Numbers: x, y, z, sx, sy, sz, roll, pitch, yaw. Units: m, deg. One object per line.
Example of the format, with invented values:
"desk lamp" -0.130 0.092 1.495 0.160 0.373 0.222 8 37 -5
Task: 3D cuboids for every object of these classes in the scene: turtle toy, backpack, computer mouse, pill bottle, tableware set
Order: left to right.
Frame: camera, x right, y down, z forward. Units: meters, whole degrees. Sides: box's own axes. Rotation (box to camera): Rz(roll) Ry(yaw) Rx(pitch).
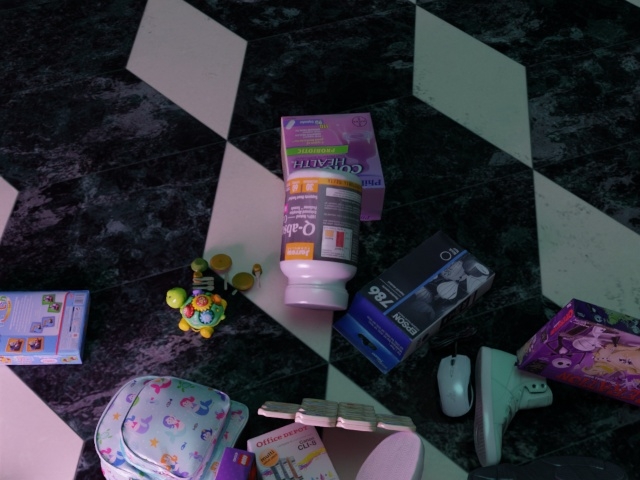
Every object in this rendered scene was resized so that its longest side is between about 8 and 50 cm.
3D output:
"backpack" -0.277 0.359 1.711 0.253 0.191 0.225 16 53 16
"turtle toy" -0.257 0.137 1.955 0.130 0.066 0.095 17 52 10
"tableware set" -0.202 0.072 2.040 0.154 0.024 0.104 -2 48 -4
"pill bottle" 0.000 0.000 1.962 0.162 0.162 0.279 4 80 0
"computer mouse" 0.269 0.258 1.887 0.106 0.042 0.193 -11 50 17

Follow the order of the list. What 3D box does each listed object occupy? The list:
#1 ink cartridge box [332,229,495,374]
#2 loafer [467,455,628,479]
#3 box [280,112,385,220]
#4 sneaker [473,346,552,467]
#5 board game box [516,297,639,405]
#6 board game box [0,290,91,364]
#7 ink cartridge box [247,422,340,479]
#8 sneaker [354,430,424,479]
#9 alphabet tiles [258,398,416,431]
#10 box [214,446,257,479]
"ink cartridge box" 0.198 0.123 1.995 0.332 0.065 0.165 -37 62 -26
"loafer" 0.411 0.463 1.735 0.302 0.095 0.109 -1 21 -10
"box" 0.023 -0.168 2.181 0.213 0.117 0.243 -3 52 -6
"sneaker" 0.377 0.325 1.824 0.151 0.094 0.256 9 53 1
"board game box" 0.573 0.225 1.782 0.346 0.208 0.056 17 55 -11
"board game box" -0.584 0.176 1.924 0.211 0.039 0.160 0 51 -4
"ink cartridge box" -0.044 0.434 1.691 0.128 0.127 0.176 -18 54 -16
"sneaker" 0.125 0.490 1.634 0.108 0.169 0.293 4 56 40
"alphabet tiles" 0.031 0.314 1.717 0.277 0.284 0.021 6 86 2
"box" -0.169 0.520 1.569 0.057 0.201 0.293 12 52 7
